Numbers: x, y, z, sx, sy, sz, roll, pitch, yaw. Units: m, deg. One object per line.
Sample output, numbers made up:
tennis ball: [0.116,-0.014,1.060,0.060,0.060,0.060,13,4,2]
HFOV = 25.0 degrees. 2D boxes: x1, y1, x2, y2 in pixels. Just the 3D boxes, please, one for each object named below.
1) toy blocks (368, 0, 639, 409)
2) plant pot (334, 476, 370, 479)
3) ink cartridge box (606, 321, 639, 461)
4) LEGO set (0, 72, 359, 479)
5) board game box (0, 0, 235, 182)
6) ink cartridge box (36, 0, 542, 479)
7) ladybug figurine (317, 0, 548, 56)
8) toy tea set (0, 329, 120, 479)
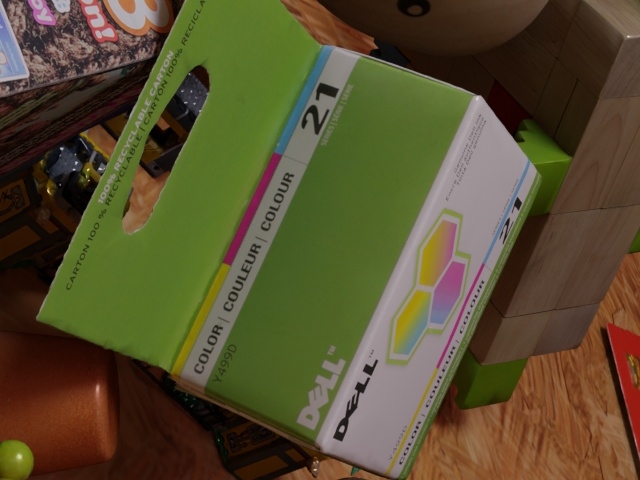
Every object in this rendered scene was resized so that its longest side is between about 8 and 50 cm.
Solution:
toy blocks: [0.137,-0.103,1.090,0.190,0.381,0.261,-7,42,-30]
plant pot: [0.075,0.228,0.831,0.167,0.165,0.167,0,89,-51]
ink cartridge box: [0.449,0.241,1.492,0.385,0.091,0.308,20,53,-51]
LEGO set: [-0.029,-0.025,0.873,0.331,0.192,0.255,51,34,-21]
board game box: [-0.213,-0.080,0.603,0.291,0.232,0.141,-29,93,-59]
ink cartridge box: [0.000,0.000,0.687,0.189,0.097,0.255,-65,155,-5]
ladybug figurine: [0.039,-0.336,0.904,0.162,0.305,0.449,-12,101,-34]
toy tea set: [-0.160,0.179,0.625,0.336,0.124,0.200,-92,180,-62]
